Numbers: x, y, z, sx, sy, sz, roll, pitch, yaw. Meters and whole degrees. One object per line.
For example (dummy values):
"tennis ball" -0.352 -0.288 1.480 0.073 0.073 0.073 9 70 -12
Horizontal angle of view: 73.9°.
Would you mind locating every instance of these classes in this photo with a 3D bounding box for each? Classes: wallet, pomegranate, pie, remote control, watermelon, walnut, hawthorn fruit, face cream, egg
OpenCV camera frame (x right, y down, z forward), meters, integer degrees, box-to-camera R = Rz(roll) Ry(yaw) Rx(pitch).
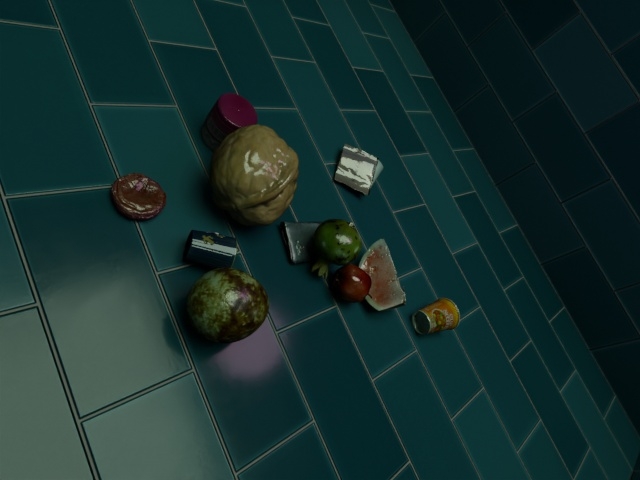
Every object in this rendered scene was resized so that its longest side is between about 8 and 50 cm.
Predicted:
"wallet" 0.000 0.000 1.861 0.378 0.046 0.191 -4 71 -42
"pomegranate" 0.052 0.029 1.747 0.211 0.263 0.211 36 8 -6
"pie" -0.616 -0.150 1.444 0.182 0.049 0.182 19 51 -25
"remote control" 0.265 -0.357 2.288 0.103 0.051 0.293 45 46 -10
"watermelon" 0.277 0.156 1.900 0.224 0.180 0.305 -2 69 -42
"walnut" -0.247 -0.246 1.612 0.381 0.381 0.381 20 54 -30
"hawthorn fruit" 0.145 0.191 1.789 0.194 0.157 0.157 31 49 -14
"face cream" -0.374 -0.470 1.728 0.175 0.195 0.175 20 55 -31
"egg" -0.288 0.210 1.370 0.289 0.238 0.238 18 54 -47

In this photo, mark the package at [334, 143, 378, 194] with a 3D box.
"package" 0.184 -0.364 2.188 0.203 0.062 0.251 22 62 -8

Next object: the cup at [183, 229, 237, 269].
"cup" -0.389 0.023 1.489 0.155 0.131 0.176 17 26 -27

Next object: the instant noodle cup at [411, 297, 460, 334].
"instant noodle cup" 0.537 0.368 2.021 0.185 0.168 0.169 -9 71 -34
